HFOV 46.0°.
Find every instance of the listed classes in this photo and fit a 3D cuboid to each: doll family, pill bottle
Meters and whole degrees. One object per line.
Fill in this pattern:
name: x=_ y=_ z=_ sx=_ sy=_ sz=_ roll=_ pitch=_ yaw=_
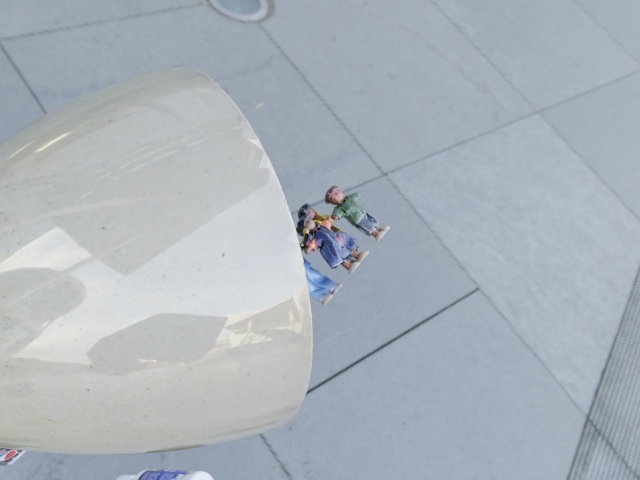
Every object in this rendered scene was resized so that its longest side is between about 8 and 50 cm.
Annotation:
doll family: x=0.000 y=0.000 z=0.927 sx=0.111 sy=0.076 sz=0.193 roll=40 pitch=34 yaw=3
pill bottle: x=-0.301 y=0.489 z=1.423 sx=0.187 sy=0.112 sz=0.112 roll=-5 pitch=44 yaw=24

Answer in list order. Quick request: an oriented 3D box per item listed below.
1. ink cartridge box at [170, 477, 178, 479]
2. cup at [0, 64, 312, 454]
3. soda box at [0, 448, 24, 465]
ink cartridge box: x=-0.179 y=0.387 z=0.979 sx=0.088 sy=0.122 sz=0.052 roll=21 pitch=30 yaw=39
cup: x=-0.194 y=0.040 z=0.619 sx=0.237 sy=0.331 sz=0.331 roll=-17 pitch=64 yaw=-29
soda box: x=-0.404 y=0.185 z=0.908 sx=0.053 sy=0.060 sz=0.169 roll=15 pitch=38 yaw=-57
